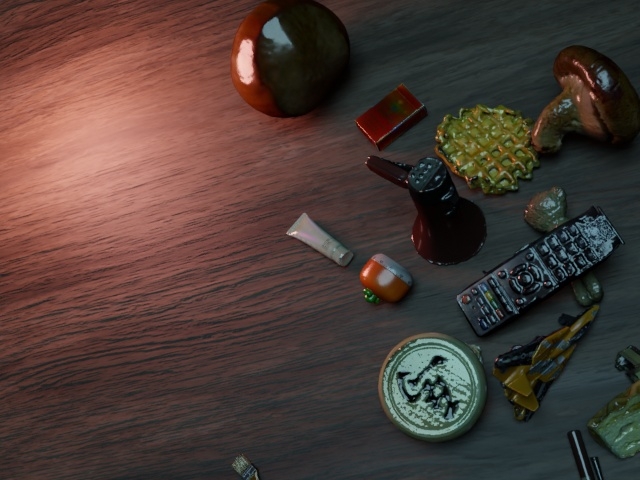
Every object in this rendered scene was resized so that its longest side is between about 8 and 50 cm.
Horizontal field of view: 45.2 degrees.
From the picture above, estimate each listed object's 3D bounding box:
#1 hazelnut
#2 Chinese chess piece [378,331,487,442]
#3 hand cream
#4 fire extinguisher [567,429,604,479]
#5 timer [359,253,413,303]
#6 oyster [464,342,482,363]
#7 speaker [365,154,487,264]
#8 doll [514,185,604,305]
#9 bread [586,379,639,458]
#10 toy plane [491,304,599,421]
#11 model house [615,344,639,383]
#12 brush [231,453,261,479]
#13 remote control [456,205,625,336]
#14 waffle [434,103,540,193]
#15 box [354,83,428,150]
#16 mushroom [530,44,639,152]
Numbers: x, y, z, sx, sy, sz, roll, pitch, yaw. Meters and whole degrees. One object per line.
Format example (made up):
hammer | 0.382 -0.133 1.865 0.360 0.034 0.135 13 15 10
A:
hazelnut | -0.096 -0.535 2.205 0.365 0.366 0.366 -8 65 16
Chinese chess piece | 0.257 0.337 1.767 0.250 0.101 0.250 -2 80 12
hand cream | 0.000 0.000 2.073 0.205 0.050 0.078 35 81 33
fire extinguisher | 0.579 0.495 1.657 0.049 0.035 0.173 2 61 -22
timer | 0.158 0.107 1.943 0.136 0.099 0.136 -14 63 28
oyster | 0.332 0.271 1.837 0.100 0.037 0.098 -22 62 9
speaker | 0.267 -0.119 1.885 0.198 0.329 0.259 -31 54 4
doll | 0.592 0.005 1.839 0.286 0.091 0.203 45 120 40
bread | 0.685 0.366 1.641 0.232 0.088 0.128 -36 101 7
toy plane | 0.518 0.245 1.743 0.316 0.204 0.103 -44 32 -24
model house | 0.704 0.278 1.700 0.058 0.057 0.083 -22 37 -20
brush | -0.151 0.591 1.878 0.170 0.014 0.043 37 84 28
remote control | 0.506 0.073 1.800 0.399 0.062 0.145 -36 65 19
waffle | 0.436 -0.245 2.020 0.280 0.060 0.262 4 66 17
box | 0.198 -0.346 2.156 0.175 0.048 0.112 -37 59 1
mushroom | 0.658 -0.335 1.874 0.267 0.267 0.254 24 69 27
